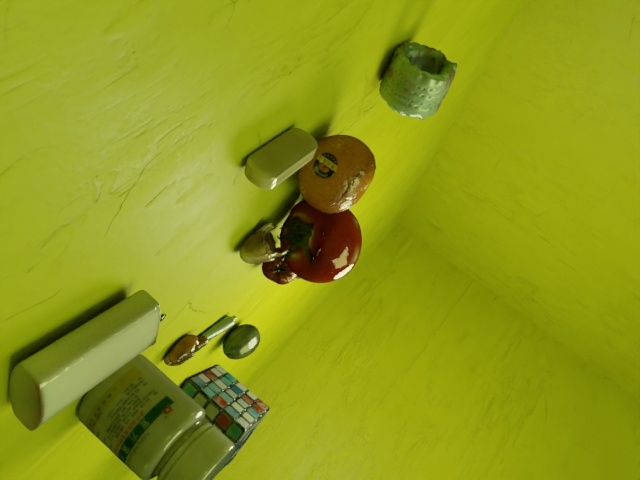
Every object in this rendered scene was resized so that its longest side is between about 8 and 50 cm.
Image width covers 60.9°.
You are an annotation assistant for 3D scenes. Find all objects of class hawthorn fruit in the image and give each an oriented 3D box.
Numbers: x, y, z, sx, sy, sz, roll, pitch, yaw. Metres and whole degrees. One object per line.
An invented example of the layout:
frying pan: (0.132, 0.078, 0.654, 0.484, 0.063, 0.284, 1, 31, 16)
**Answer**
hawthorn fruit: (-0.127, 0.073, 1.761, 0.140, 0.125, 0.125, -87, -163, -44)

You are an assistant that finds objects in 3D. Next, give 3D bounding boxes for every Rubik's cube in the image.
Rubik's cube: (-0.414, 0.681, 2.039, 0.293, 0.292, 0.287, -55, 169, 6)

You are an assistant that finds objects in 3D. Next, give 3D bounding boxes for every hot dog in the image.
hot dog: (-0.393, 0.321, 1.596, 0.089, 0.060, 0.140, -54, 173, 31)

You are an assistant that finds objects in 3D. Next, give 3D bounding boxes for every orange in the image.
orange: (0.041, -0.178, 1.451, 0.219, 0.193, 0.219, -38, 150, -27)

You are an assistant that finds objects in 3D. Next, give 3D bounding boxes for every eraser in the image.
eraser: (-0.437, 0.221, 1.031, 0.270, 0.095, 0.174, -39, 163, -50)

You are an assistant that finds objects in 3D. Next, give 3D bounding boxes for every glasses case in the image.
glasses case: (-0.085, -0.184, 1.206, 0.196, 0.083, 0.050, -41, 163, -38)

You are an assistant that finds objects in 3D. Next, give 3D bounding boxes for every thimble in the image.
thimble: (0.282, -0.451, 1.542, 0.211, 0.185, 0.149, -6, 141, -28)

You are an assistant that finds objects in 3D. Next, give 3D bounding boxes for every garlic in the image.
garlic: (-0.159, 0.022, 1.526, 0.124, 0.099, 0.174, -32, 172, 5)

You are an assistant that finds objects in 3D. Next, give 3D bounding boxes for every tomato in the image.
tomato: (0.000, 0.000, 1.610, 0.225, 0.255, 0.255, 12, 121, -38)

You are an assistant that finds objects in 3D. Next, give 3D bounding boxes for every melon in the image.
melon: (-0.290, 0.374, 2.024, 0.167, 0.114, 0.114, -39, 163, -43)

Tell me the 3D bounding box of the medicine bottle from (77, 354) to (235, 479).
medicine bottle: (-0.390, 0.457, 1.312, 0.208, 0.340, 0.208, -49, 168, -15)

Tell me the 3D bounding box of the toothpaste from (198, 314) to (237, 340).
toothpaste: (-0.349, 0.299, 1.765, 0.218, 0.041, 0.064, -33, 164, -49)

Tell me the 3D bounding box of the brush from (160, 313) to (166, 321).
brush: (-0.403, 0.201, 1.318, 0.083, 0.008, 0.024, -36, 164, -54)
